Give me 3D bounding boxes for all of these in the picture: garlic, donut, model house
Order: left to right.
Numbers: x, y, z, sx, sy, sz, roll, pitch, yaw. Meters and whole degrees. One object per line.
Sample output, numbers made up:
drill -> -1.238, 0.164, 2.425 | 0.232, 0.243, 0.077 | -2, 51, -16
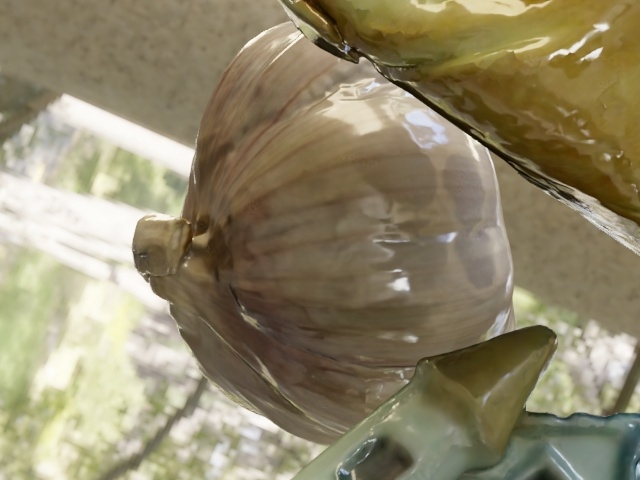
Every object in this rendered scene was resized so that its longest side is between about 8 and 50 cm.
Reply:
garlic -> 0.015, -0.004, 1.086 | 0.241, 0.322, 0.322 | -25, 152, -43
donut -> 0.095, -0.130, 0.753 | 0.170, 0.360, 0.360 | -53, -174, 7
model house -> 0.124, 0.170, 0.753 | 0.325, 0.267, 0.194 | -39, 164, -6
